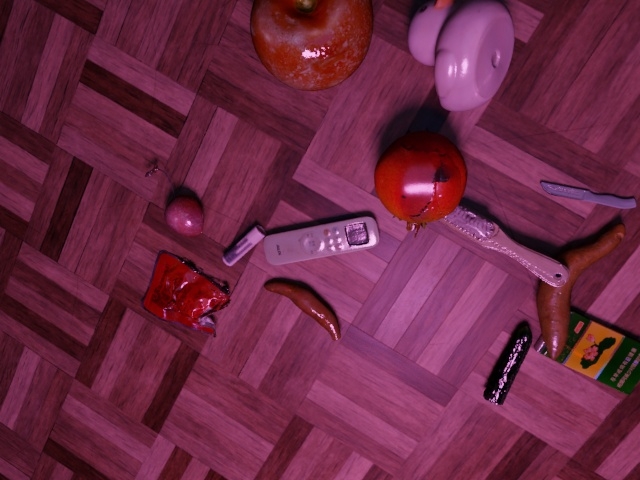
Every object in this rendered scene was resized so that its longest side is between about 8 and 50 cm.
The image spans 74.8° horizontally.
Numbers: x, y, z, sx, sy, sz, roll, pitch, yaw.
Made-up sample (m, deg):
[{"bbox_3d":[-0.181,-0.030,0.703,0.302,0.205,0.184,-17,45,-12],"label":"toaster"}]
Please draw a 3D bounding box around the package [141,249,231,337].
[{"bbox_3d":[-0.387,0.164,1.196,0.269,0.071,0.194,26,90,9],"label":"package"}]

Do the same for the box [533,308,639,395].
[{"bbox_3d":[0.665,0.265,1.016,0.235,0.034,0.132,25,105,6],"label":"box"}]

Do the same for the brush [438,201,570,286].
[{"bbox_3d":[0.418,0.001,0.969,0.327,0.065,0.070,34,99,16],"label":"brush"}]

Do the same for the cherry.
[{"bbox_3d":[-0.401,-0.099,1.141,0.225,0.090,0.107,46,120,9],"label":"cherry"}]

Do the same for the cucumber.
[{"bbox_3d":[0.476,0.310,1.052,0.052,0.058,0.214,29,104,40],"label":"cucumber"}]

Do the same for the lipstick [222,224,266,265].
[{"bbox_3d":[-0.210,0.015,1.145,0.141,0.040,0.040,-39,91,16],"label":"lipstick"}]

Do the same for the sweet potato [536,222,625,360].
[{"bbox_3d":[0.578,0.102,0.978,0.108,0.079,0.346,28,95,25],"label":"sweet potato"}]

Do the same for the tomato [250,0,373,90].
[{"bbox_3d":[-0.016,-0.464,0.925,0.270,0.222,0.270,-2,80,8],"label":"tomato"}]

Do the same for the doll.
[{"bbox_3d":[0.286,-0.410,0.906,0.221,0.221,0.251,-6,127,12],"label":"doll"}]

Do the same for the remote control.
[{"bbox_3d":[0.000,0.001,1.101,0.310,0.038,0.090,-10,99,13],"label":"remote control"}]

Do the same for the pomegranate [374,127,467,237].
[{"bbox_3d":[0.222,-0.130,0.950,0.210,0.210,0.235,12,126,9],"label":"pomegranate"}]

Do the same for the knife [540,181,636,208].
[{"bbox_3d":[0.616,-0.103,0.968,0.210,0.015,0.028,12,109,10],"label":"knife"}]

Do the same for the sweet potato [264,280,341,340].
[{"bbox_3d":[-0.039,0.171,1.132,0.255,0.058,0.078,34,125,8],"label":"sweet potato"}]
